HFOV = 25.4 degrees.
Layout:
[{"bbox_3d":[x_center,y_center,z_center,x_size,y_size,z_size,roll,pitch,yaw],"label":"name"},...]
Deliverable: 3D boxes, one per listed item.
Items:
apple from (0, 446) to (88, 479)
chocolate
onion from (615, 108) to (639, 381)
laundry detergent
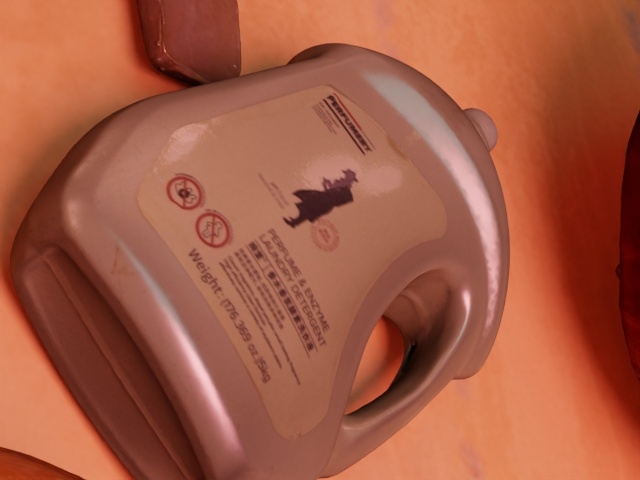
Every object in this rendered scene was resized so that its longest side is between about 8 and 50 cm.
[{"bbox_3d":[-0.133,0.175,0.380,0.253,0.253,0.254,15,60,-27],"label":"apple"},{"bbox_3d":[-0.067,-0.117,0.690,0.064,0.031,0.101,14,62,-48],"label":"chocolate"},{"bbox_3d":[0.299,-0.007,0.688,0.341,0.341,0.341,15,60,-27],"label":"onion"},{"bbox_3d":[0.000,0.000,0.637,0.253,0.091,0.181,-32,88,-40],"label":"laundry detergent"}]
